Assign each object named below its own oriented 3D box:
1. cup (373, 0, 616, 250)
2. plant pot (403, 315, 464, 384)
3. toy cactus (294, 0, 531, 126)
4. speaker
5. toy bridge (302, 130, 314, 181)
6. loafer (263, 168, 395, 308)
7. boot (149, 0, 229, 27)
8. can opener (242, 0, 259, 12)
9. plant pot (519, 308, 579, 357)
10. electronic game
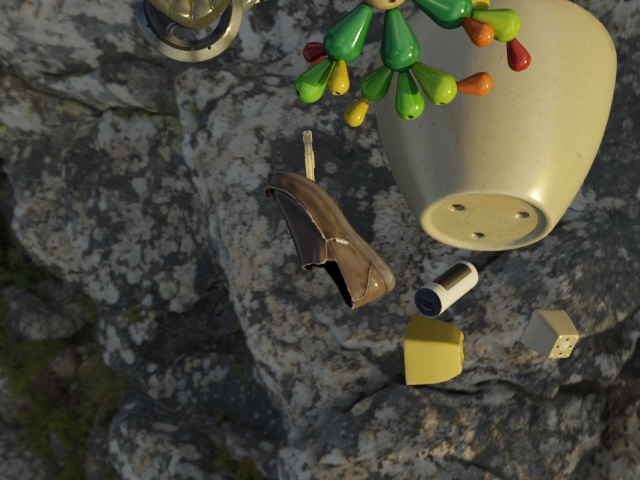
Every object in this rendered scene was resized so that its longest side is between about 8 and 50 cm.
[{"bbox_3d":[0.226,-0.126,0.855,0.330,0.331,0.237,-4,63,25],"label":"cup"},{"bbox_3d":[0.177,0.171,0.976,0.083,0.081,0.082,1,112,18],"label":"plant pot"},{"bbox_3d":[0.073,-0.203,0.586,0.218,0.112,0.181,-9,120,18],"label":"toy cactus"},{"bbox_3d":[0.218,0.082,1.095,0.055,0.136,0.055,18,119,35],"label":"speaker"},{"bbox_3d":[-0.030,-0.214,1.683,0.026,0.063,0.188,-4,63,-1],"label":"toy bridge"},{"bbox_3d":[0.000,0.000,1.354,0.366,0.134,0.130,46,72,3],"label":"loafer"},{"bbox_3d":[-0.191,-0.298,0.553,0.085,0.236,0.179,-44,39,8],"label":"boot"},{"bbox_3d":[-0.121,-0.606,1.539,0.283,0.076,0.095,-22,63,-6],"label":"can opener"},{"bbox_3d":[0.620,0.256,1.696,0.096,0.108,0.109,-125,45,-53],"label":"plant pot"},{"bbox_3d":[-0.282,-0.500,1.362,0.229,0.048,0.230,-1,99,-5],"label":"electronic game"}]
